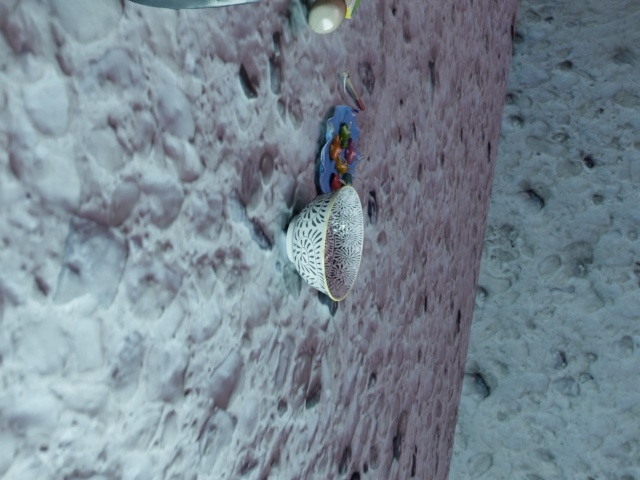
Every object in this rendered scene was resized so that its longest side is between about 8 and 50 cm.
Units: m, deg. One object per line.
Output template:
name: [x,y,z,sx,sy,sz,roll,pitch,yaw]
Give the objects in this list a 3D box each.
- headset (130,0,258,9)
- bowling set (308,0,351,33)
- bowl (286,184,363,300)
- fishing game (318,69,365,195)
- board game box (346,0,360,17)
headset: [-0.063,-0.294,0.770,0.394,0.243,0.185,-90,172,-51]
bowling set: [0.059,-0.437,1.088,0.200,0.287,0.154,54,23,-18]
bowl: [0.000,0.000,1.189,0.170,0.080,0.170,6,90,-69]
fishing game: [0.042,-0.134,1.322,0.189,0.041,0.264,47,52,-66]
board game box: [0.041,-0.465,1.223,0.259,0.039,0.124,83,25,-48]
